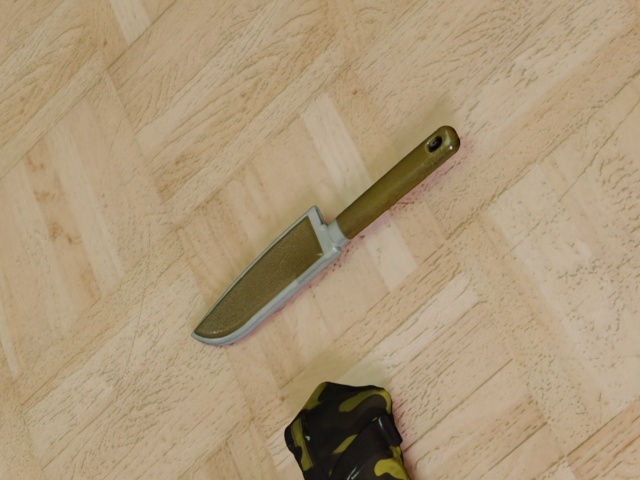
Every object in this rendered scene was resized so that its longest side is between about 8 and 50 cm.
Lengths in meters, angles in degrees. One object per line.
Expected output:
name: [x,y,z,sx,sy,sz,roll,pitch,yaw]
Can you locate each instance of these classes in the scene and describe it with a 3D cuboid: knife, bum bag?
knife: [0.000,-0.001,1.806,0.343,0.027,0.061,-41,51,24]
bum bag: [0.035,0.212,1.649,0.107,0.060,0.232,-31,53,16]
